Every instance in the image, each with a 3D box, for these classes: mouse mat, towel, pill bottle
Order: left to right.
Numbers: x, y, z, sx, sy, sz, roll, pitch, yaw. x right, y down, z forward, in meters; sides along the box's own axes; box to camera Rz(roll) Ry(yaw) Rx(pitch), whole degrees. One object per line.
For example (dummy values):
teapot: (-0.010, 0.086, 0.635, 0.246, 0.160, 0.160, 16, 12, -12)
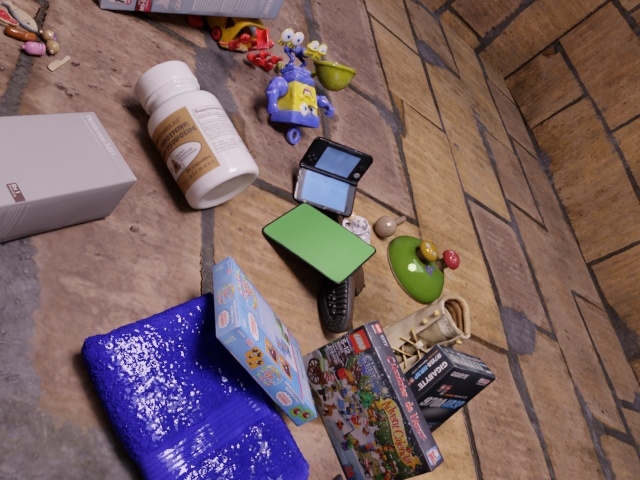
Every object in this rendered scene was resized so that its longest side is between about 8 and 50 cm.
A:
pill bottle: (-0.215, -0.179, 0.924, 0.131, 0.131, 0.229, -22, 79, -55)
towel: (-0.147, 0.225, 0.714, 0.228, 0.076, 0.308, -21, 78, -55)
mouse mat: (0.000, 0.000, 1.052, 0.190, 0.007, 0.153, 35, 41, 16)

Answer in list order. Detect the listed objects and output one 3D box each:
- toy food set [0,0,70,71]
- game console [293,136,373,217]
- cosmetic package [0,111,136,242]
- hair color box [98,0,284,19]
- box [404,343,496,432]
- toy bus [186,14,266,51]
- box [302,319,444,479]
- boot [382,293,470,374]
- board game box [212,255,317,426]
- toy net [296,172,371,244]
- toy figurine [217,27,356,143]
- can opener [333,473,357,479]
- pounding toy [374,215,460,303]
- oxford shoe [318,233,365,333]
toy food set: (-0.456, -0.325, 0.857, 0.122, 0.019, 0.077, 41, 37, -19)
game console: (0.030, -0.134, 1.163, 0.144, 0.124, 0.085, 16, 44, -23)
cosmetic package: (-0.371, -0.079, 0.681, 0.127, 0.107, 0.238, 55, 38, 5)
hair color box: (-0.266, -0.564, 1.099, 0.375, 0.113, 0.185, -11, 68, -31)
box: (0.199, 0.270, 0.962, 0.220, 0.175, 0.051, 28, 21, -52)
toy bus: (-0.209, -0.537, 1.254, 0.202, 0.104, 0.190, 34, 39, -28)
box: (0.072, 0.265, 0.867, 0.044, 0.159, 0.233, -5, 65, -51)
boot: (0.158, 0.198, 0.984, 0.095, 0.203, 0.262, 56, 35, 2)
board game box: (-0.082, 0.144, 0.786, 0.211, 0.039, 0.160, 59, 6, -33)
toy net: (0.046, -0.078, 1.224, 0.232, 0.045, 0.122, 53, 34, -3)
toy figurine: (-0.063, -0.330, 1.273, 0.363, 0.191, 0.217, -4, 95, -59)
can opener: (0.012, 0.414, 0.775, 0.059, 0.073, 0.186, 12, 35, 7)
pounding toy: (0.251, 0.026, 1.323, 0.183, 0.110, 0.236, -13, 72, -54)
oxford shoe: (0.052, 0.089, 1.060, 0.096, 0.083, 0.227, 35, 39, -29)
